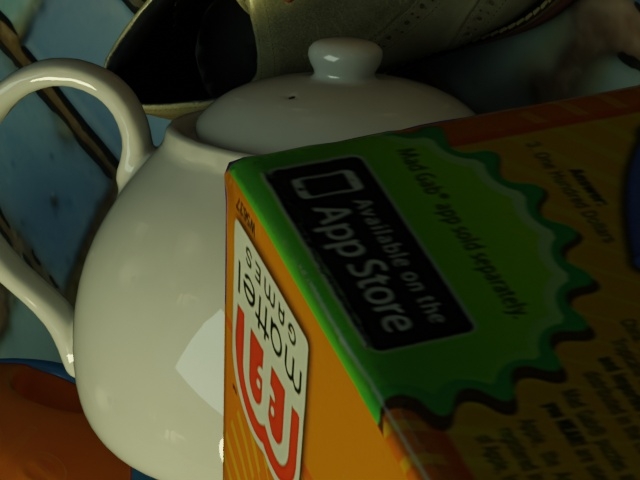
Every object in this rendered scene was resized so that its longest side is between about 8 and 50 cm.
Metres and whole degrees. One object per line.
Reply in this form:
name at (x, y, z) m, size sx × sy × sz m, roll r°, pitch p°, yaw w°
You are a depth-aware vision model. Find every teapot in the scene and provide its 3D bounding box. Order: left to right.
teapot at (0.000, 0.000, 0.873) m, size 0.252 × 0.256 × 0.187 m, roll 18°, pitch 112°, yaw 50°

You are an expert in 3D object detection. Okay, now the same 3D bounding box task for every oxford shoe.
oxford shoe at (0.024, -0.135, 0.889) m, size 0.348 × 0.130 × 0.123 m, roll -38°, pitch 71°, yaw 45°

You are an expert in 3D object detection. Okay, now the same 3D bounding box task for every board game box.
board game box at (0.196, 0.186, 0.498) m, size 0.356 × 0.356 × 0.356 m, roll -121°, pitch 26°, yaw -48°

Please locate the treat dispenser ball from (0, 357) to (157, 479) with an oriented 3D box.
treat dispenser ball at (-0.178, 0.211, 1.089) m, size 0.288 × 0.288 × 0.288 m, roll 16°, pitch 112°, yaw 44°
